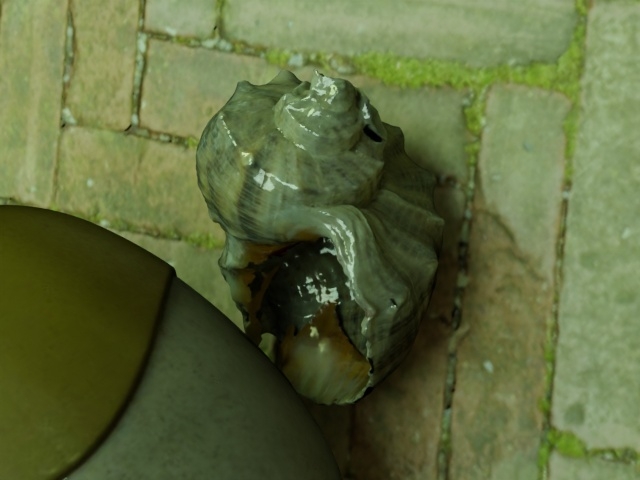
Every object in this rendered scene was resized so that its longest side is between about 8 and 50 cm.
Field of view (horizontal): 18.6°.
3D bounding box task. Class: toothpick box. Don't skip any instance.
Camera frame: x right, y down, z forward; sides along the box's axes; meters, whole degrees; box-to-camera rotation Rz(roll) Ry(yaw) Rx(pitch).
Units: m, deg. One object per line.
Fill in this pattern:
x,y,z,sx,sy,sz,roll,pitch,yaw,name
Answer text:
-0.226,0.187,1.436,0.425,0.409,0.409,43,112,21,toothpick box

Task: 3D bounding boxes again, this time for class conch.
0.011,-0.011,1.441,0.210,0.159,0.291,37,151,22,conch
